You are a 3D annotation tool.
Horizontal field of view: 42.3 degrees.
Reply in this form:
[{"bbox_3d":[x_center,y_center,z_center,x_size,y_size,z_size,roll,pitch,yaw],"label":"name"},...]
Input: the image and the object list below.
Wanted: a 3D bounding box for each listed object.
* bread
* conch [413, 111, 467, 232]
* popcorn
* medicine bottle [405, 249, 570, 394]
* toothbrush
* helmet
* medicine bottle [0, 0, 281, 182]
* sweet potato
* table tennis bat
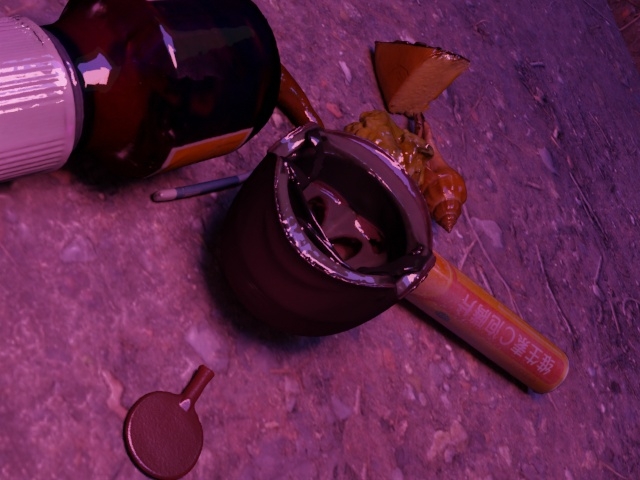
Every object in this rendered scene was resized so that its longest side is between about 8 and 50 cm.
[{"bbox_3d":[0.198,-0.353,1.636,0.140,0.160,0.169,10,57,-45],"label":"bread"},{"bbox_3d":[0.200,-0.128,1.545,0.109,0.093,0.330,10,38,-20],"label":"conch"},{"bbox_3d":[0.111,-0.139,1.415,0.174,0.142,0.173,17,35,-12],"label":"popcorn"},{"bbox_3d":[0.263,0.125,1.404,0.426,0.108,0.108,35,42,-28],"label":"medicine bottle"},{"bbox_3d":[-0.134,-0.081,1.180,0.276,0.019,0.025,-20,88,-53],"label":"toothbrush"},{"bbox_3d":[0.000,0.000,1.123,0.271,0.197,0.338,46,29,-1],"label":"helmet"},{"bbox_3d":[-0.252,-0.185,0.941,0.395,0.242,0.242,-17,77,-47],"label":"medicine bottle"},{"bbox_3d":[-0.064,-0.251,1.356,0.264,0.057,0.057,44,38,-19],"label":"sweet potato"},{"bbox_3d":[-0.163,0.200,0.940,0.098,0.019,0.154,46,40,-13],"label":"table tennis bat"}]
